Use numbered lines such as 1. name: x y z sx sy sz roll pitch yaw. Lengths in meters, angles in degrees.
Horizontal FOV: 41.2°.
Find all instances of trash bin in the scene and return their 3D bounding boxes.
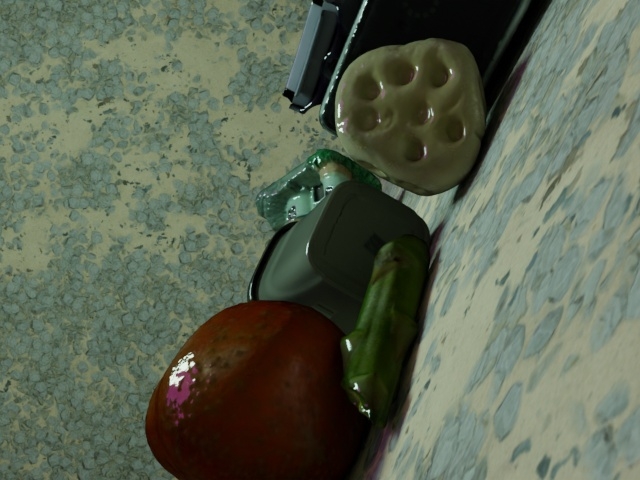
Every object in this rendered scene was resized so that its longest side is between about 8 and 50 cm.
1. trash bin: 0.032 0.046 1.292 0.219 0.219 0.250 -67 9 -28

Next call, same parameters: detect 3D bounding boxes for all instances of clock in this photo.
1. clock: 0.019 -0.360 1.499 0.253 0.083 0.186 113 -177 -48

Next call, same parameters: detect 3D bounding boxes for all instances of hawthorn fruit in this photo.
1. hawthorn fruit: -0.065 0.201 1.057 0.300 0.275 0.275 -49 -9 -36

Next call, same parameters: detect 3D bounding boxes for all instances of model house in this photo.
1. model house: 0.000 0.000 1.923 0.267 0.194 0.325 -33 45 34

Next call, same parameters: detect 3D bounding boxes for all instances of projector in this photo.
1. projector: 0.199 -0.369 1.399 0.405 0.242 0.395 -64 -2 -56

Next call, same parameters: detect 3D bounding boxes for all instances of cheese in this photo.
1. cheese: 0.135 -0.176 1.190 0.218 0.235 0.117 -41 -17 8

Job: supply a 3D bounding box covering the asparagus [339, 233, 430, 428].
1. asparagus: 0.076 0.108 1.016 0.085 0.082 0.343 -22 26 28
